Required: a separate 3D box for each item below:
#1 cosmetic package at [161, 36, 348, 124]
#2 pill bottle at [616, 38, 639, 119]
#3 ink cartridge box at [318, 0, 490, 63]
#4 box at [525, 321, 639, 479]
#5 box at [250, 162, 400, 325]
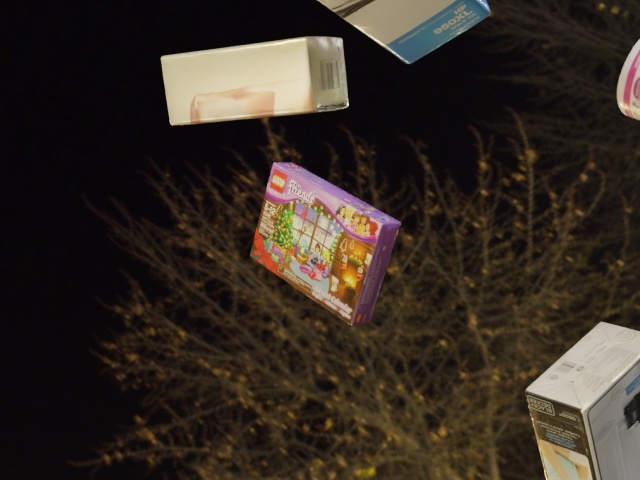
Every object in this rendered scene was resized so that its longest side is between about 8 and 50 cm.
[{"bbox_3d":[-0.115,-0.282,1.647,0.153,0.296,0.129,-23,-70,-61],"label":"cosmetic package"},{"bbox_3d":[0.688,-0.259,1.633,0.160,0.283,0.160,-28,-49,-38],"label":"pill bottle"},{"bbox_3d":[0.059,-0.468,1.333,0.166,0.286,0.395,-27,-23,26],"label":"ink cartridge box"},{"bbox_3d":[0.368,0.271,1.164,0.169,0.087,0.290,-32,-63,-31],"label":"box"},{"bbox_3d":[0.000,0.000,1.711,0.057,0.293,0.201,-5,-62,-46],"label":"box"}]
